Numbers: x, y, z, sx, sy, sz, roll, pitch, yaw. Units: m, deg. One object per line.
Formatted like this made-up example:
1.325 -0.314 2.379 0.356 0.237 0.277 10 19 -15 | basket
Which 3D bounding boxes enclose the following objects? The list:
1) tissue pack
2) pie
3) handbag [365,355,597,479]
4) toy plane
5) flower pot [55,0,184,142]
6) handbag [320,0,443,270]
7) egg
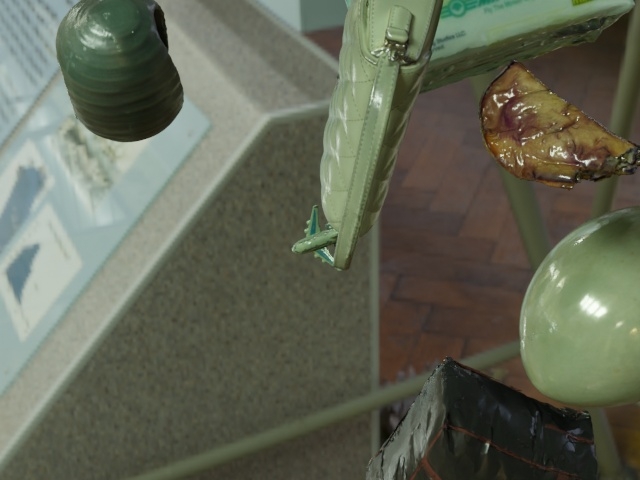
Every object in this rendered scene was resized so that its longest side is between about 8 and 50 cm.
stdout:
0.138 -0.378 1.244 0.287 0.388 0.162 -19 -4 -14 | tissue pack
0.188 -0.089 0.944 0.092 0.034 0.170 -41 50 -10 | pie
0.151 0.228 1.091 0.169 0.215 0.155 18 42 -11 | handbag
0.002 -0.001 1.306 0.083 0.080 0.033 -19 5 38 | toy plane
-0.276 -0.239 1.563 0.157 0.243 0.189 -16 65 -6 | flower pot
0.042 -0.101 0.995 0.079 0.256 0.219 13 52 1 | handbag
0.315 0.069 1.183 0.253 0.186 0.186 -44 45 -13 | egg
